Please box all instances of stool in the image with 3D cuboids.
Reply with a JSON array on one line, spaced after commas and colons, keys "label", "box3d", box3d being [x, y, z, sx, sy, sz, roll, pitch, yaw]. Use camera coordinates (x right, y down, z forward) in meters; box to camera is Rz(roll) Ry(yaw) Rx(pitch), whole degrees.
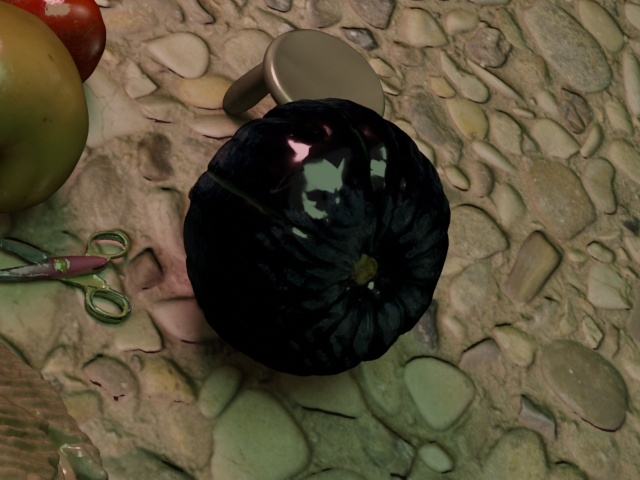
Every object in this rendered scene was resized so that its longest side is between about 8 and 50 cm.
[{"label": "stool", "box3d": [-0.031, -0.184, 1.743, 0.195, 0.198, 0.195, 14, 54, -23]}]

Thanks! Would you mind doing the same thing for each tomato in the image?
[{"label": "tomato", "box3d": [-0.389, -0.294, 1.613, 0.151, 0.187, 0.187, -32, 78, -22]}]

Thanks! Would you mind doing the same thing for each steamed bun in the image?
[{"label": "steamed bun", "box3d": [-0.400, 0.225, 1.193, 0.324, 0.219, 0.310, 43, 8, -5]}]

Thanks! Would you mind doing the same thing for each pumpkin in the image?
[{"label": "pumpkin", "box3d": [0.000, 0.000, 1.532, 0.364, 0.363, 0.266, -10, 20, -30]}]

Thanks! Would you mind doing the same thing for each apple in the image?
[{"label": "apple", "box3d": [-0.417, -0.166, 1.455, 0.262, 0.262, 0.262, 17, 51, -22]}]

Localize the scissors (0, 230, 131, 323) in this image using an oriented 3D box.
[{"label": "scissors", "box3d": [-0.333, 0.037, 1.511, 0.187, 0.020, 0.133, 11, 58, -28]}]
